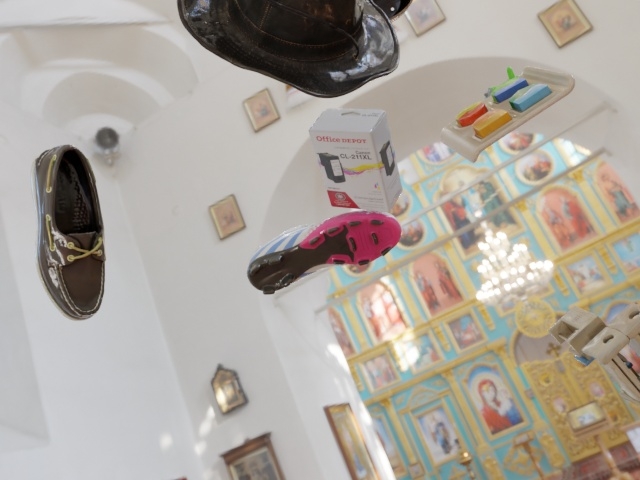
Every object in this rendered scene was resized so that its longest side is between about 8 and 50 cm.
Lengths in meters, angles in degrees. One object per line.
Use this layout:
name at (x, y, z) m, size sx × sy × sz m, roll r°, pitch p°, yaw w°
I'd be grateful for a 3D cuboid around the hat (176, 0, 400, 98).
hat at (-0.018, -0.338, 0.805) m, size 0.331 × 0.331 × 0.134 m, roll -10°, pitch -35°, yaw -29°

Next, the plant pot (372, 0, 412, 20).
plant pot at (0.153, -0.656, 1.615) m, size 0.215 × 0.215 × 0.230 m, roll -27°, pitch 2°, yaw 11°

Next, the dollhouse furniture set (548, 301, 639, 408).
dollhouse furniture set at (0.546, 0.191, 1.129) m, size 0.129 × 0.129 × 0.183 m, roll -43°, pitch 11°, yaw 0°

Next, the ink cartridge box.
ink cartridge box at (0.066, -0.145, 1.119) m, size 0.128 × 0.072 × 0.175 m, roll 7°, pitch -45°, yaw 30°

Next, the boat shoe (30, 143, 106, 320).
boat shoe at (-0.318, -0.008, 0.787) m, size 0.081 × 0.227 × 0.069 m, roll -12°, pitch 2°, yaw -44°

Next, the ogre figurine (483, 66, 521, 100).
ogre figurine at (0.459, -0.345, 1.438) m, size 0.197 × 0.096 × 0.118 m, roll 1°, pitch -9°, yaw 28°

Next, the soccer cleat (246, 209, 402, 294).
soccer cleat at (0.000, 0.000, 1.243) m, size 0.331 × 0.143 × 0.116 m, roll -19°, pitch -64°, yaw 13°

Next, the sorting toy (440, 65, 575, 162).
sorting toy at (0.314, -0.231, 1.078) m, size 0.208 × 0.038 × 0.193 m, roll -38°, pitch 20°, yaw 8°
